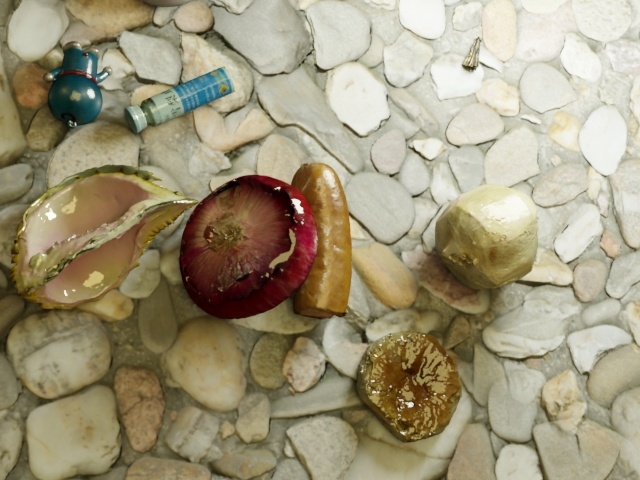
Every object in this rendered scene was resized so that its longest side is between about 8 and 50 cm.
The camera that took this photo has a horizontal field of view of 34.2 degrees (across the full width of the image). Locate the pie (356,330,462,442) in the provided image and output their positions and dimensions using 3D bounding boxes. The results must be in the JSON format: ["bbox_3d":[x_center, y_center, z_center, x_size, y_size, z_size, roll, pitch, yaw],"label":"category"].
[{"bbox_3d":[0.158,0.245,1.793,0.195,0.046,0.195,4,76,-17],"label":"pie"}]

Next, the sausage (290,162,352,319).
[{"bbox_3d":[0.002,-0.001,1.766,0.109,0.109,0.270,0,79,-17],"label":"sausage"}]

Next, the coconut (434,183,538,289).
[{"bbox_3d":[0.288,-0.003,1.818,0.194,0.194,0.194,4,78,-16],"label":"coconut"}]

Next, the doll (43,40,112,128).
[{"bbox_3d":[-0.401,-0.251,1.712,0.114,0.085,0.152,11,65,-26],"label":"doll"}]

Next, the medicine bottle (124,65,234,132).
[{"bbox_3d":[-0.238,-0.240,1.772,0.191,0.051,0.051,-26,87,-21],"label":"medicine bottle"}]

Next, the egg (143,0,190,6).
[{"bbox_3d":[-0.260,-0.453,1.782,0.135,0.103,0.103,-13,83,-16],"label":"egg"}]

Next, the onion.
[{"bbox_3d":[-0.112,0.014,1.683,0.161,0.248,0.248,38,68,-38],"label":"onion"}]

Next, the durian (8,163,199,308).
[{"bbox_3d":[-0.367,-0.028,1.643,0.305,0.185,0.195,-37,65,-14],"label":"durian"}]

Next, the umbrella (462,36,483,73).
[{"bbox_3d":[0.292,-0.352,1.975,0.031,0.020,0.083,8,72,25],"label":"umbrella"}]
